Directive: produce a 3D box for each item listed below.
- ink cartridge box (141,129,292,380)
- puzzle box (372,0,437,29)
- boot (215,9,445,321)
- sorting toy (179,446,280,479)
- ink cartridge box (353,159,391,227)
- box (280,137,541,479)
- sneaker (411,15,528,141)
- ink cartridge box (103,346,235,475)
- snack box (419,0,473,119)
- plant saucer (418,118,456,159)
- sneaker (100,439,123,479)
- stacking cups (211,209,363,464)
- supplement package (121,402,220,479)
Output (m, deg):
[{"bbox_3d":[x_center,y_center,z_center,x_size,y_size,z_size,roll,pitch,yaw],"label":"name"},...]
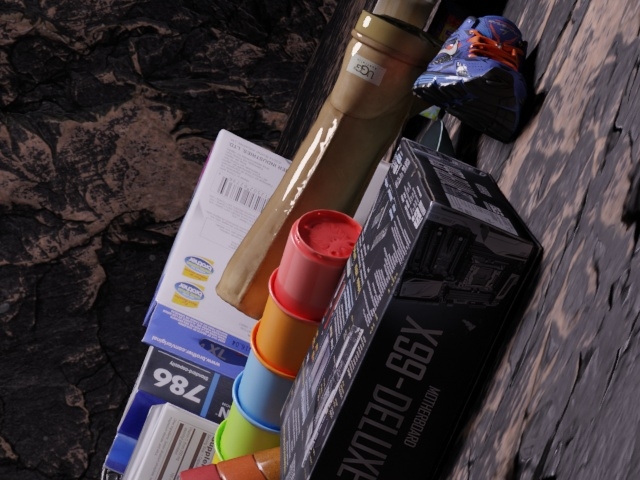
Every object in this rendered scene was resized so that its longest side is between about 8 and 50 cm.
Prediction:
[{"bbox_3d":[-0.073,0.037,2.061,0.065,0.186,0.311,123,169,-48],"label":"ink cartridge box"},{"bbox_3d":[0.104,-0.269,1.932,0.272,0.052,0.409,-64,1,-20],"label":"puzzle box"},{"bbox_3d":[0.022,-0.064,1.657,0.269,0.089,0.236,-63,-21,10],"label":"boot"},{"bbox_3d":[-0.018,0.216,1.422,0.126,0.127,0.365,-38,9,0],"label":"sorting toy"},{"bbox_3d":[0.014,-0.010,1.916,0.218,0.092,0.158,-164,97,-83],"label":"ink cartridge box"},{"bbox_3d":[0.050,0.070,1.311,0.307,0.076,0.242,-98,31,-80],"label":"box"},{"bbox_3d":[0.120,-0.134,1.458,0.087,0.083,0.221,-61,8,5],"label":"sneaker"},{"bbox_3d":[-0.113,0.142,2.138,0.065,0.165,0.333,121,169,-50],"label":"ink cartridge box"},{"bbox_3d":[0.117,-0.181,1.878,0.141,0.037,0.100,-85,19,-76],"label":"snack box"},{"bbox_3d":[0.076,-0.005,1.570,0.195,0.037,0.195,-157,90,-84],"label":"plant saucer"},{"bbox_3d":[-0.196,0.342,2.144,0.121,0.099,0.262,105,160,-65],"label":"sneaker"},{"bbox_3d":[-0.032,0.107,1.574,0.096,0.096,0.316,-74,-1,-52],"label":"stacking cups"},{"bbox_3d":[-0.140,0.305,1.835,0.204,0.145,0.262,149,144,-80],"label":"supplement package"}]
